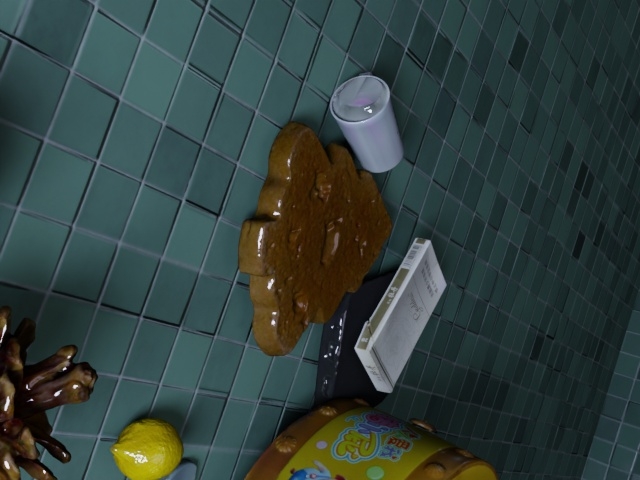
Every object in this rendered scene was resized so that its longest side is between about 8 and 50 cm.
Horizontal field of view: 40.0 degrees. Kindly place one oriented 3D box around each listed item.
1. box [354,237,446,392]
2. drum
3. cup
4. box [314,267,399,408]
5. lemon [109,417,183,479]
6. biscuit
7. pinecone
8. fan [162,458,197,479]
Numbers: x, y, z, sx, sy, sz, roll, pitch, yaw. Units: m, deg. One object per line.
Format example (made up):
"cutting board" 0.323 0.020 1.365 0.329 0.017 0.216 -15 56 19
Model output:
"box" 0.115 0.103 1.232 0.198 0.029 0.109 -58 142 -28
"drum" 0.047 0.428 1.132 0.431 0.214 0.430 -32 132 -44
"cup" 0.062 -0.155 1.101 0.116 0.074 0.104 60 26 -52
"box" 0.063 0.151 1.241 0.201 0.042 0.212 -15 116 -53
"lemon" -0.177 0.213 0.895 0.092 0.065 0.065 19 87 -57
"biscuit" -0.001 0.000 1.082 0.302 0.043 0.278 -3 103 -57
"pinecone" -0.269 0.127 0.617 0.212 0.168 0.185 -35 174 -11
"fan" -0.174 0.384 1.007 0.057 0.023 0.281 -15 116 -62
